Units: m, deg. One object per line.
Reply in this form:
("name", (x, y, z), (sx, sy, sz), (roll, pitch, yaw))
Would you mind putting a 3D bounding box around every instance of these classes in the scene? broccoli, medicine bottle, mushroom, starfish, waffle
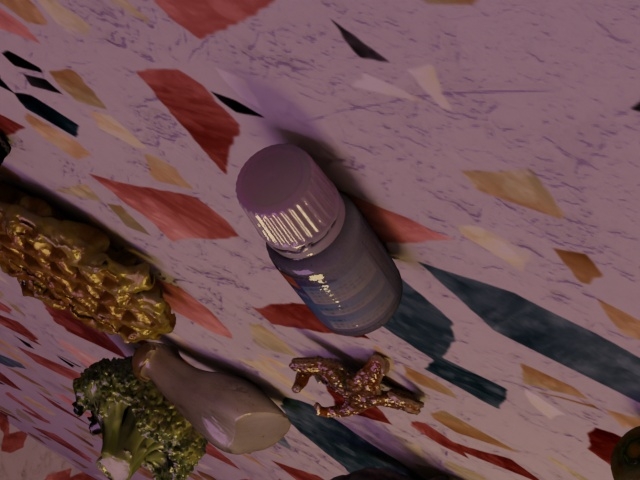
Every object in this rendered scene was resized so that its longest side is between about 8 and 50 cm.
("broccoli", (-0.251, 0.258, 2.367), (0.198, 0.226, 0.176), (23, -154, 20))
("medicine bottle", (0.000, 0.000, 1.347), (0.083, 0.083, 0.203), (20, 160, 30))
("mushroom", (-0.145, 0.202, 2.205), (0.225, 0.093, 0.116), (32, 155, 29))
("starfish", (0.038, 0.151, 1.824), (0.150, 0.053, 0.210), (19, 161, -7))
("waffle", (-0.311, 0.021, 1.971), (0.325, 0.068, 0.302), (32, 163, -1))

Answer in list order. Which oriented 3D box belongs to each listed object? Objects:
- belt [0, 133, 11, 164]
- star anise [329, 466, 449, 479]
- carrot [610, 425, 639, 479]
("belt", (-0.474, -0.153, 1.687), (0.359, 0.094, 0.126), (36, 158, -26))
("star anise", (0.144, 0.363, 2.139), (0.315, 0.139, 0.359), (27, -179, 37))
("carrot", (0.371, 0.271, 1.541), (0.074, 0.074, 0.358), (12, 157, 46))
